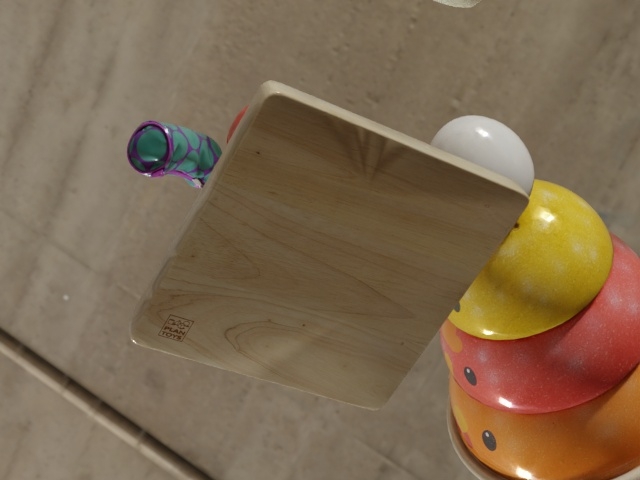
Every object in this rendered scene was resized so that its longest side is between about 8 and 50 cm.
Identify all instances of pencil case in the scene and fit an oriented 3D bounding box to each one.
[{"bbox_3d":[-0.172,-0.102,1.347,0.151,0.064,0.070,8,-111,-69],"label":"pencil case"}]

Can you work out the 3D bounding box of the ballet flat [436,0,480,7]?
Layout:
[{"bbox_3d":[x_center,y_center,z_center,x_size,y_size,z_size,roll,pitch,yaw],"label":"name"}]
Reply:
[{"bbox_3d":[0.121,-0.315,1.288,0.052,0.168,0.057,-176,106,-82],"label":"ballet flat"}]

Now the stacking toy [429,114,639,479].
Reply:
[{"bbox_3d":[0.239,0.044,1.306,0.350,0.350,0.480,-50,-53,-25],"label":"stacking toy"}]

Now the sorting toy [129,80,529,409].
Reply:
[{"bbox_3d":[0.000,0.000,0.968,0.257,0.089,0.255,20,-63,-26],"label":"sorting toy"}]
